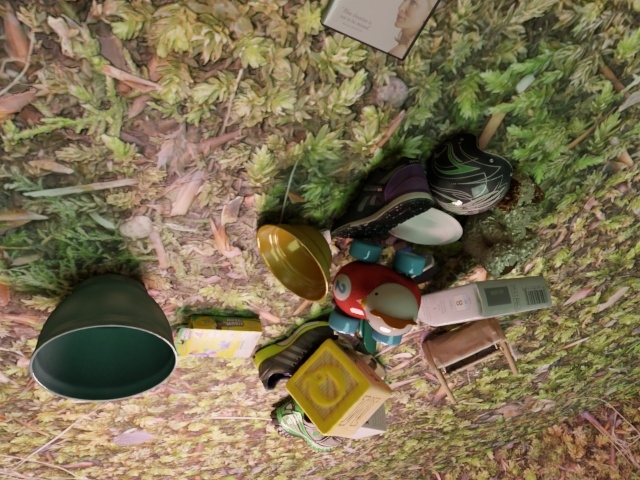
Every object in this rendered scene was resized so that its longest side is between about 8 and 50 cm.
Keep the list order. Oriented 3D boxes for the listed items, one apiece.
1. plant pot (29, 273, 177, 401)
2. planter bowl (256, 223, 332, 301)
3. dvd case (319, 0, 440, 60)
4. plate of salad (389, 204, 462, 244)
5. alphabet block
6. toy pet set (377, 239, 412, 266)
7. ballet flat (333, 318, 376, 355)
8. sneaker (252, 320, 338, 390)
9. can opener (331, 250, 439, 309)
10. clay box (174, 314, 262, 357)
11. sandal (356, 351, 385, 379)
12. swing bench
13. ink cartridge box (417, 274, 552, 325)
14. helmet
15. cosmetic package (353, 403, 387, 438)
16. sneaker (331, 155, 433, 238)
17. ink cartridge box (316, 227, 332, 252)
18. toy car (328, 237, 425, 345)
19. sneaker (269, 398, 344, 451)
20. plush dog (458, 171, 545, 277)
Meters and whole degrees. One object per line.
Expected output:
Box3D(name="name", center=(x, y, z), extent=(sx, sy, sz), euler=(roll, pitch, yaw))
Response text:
Box3D(name="plant pot", center=(-0.478, 0.202, 1.159), extent=(0.293, 0.196, 0.293), euler=(-9, 137, -9))
Box3D(name="planter bowl", center=(-0.040, 0.030, 1.178), extent=(0.090, 0.217, 0.217), euler=(-42, 147, -30))
Box3D(name="dvd case", center=(0.133, -0.438, 0.838), extent=(0.180, 0.022, 0.253), euler=(12, 129, -29))
Box3D(name="plate of salad", center=(0.240, -0.043, 1.225), extent=(0.199, 0.048, 0.200), euler=(15, 157, 7))
Box3D(name="alphabet block", center=(0.054, 0.423, 1.457), extent=(0.193, 0.192, 0.197), euler=(-49, 149, 1))
Box3D(name="toy pet set", center=(0.183, 0.057, 1.336), extent=(0.114, 0.065, 0.122), euler=(-18, 138, -1))
Box3D(name="ballet flat", center=(0.090, 0.250, 1.413), extent=(0.096, 0.095, 0.280), euler=(0, 155, 15))
Box3D(name="sneaker", center=(-0.060, 0.342, 1.504), extent=(0.300, 0.121, 0.111), euler=(-34, 136, 15))
Box3D(name="can opener", center=(0.167, 0.123, 1.282), extent=(0.283, 0.076, 0.095), euler=(-32, 118, 6))
Box3D(name="clay box", center=(-0.284, 0.263, 1.395), extent=(0.222, 0.053, 0.127), euler=(9, 131, -25))
Box3D(name="sandal", center=(0.137, 0.425, 1.684), extent=(0.120, 0.086, 0.303), euler=(-35, 135, 17))
Box3D(name="swing bench", center=(0.491, 0.374, 1.707), extent=(0.253, 0.165, 0.255), euler=(-26, 132, 9))
Box3D(name="ink cartridge box", center=(0.347, 0.179, 1.340), extent=(0.308, 0.091, 0.385), euler=(-1, 164, -39))
Box3D(name="helmet", center=(0.323, -0.135, 1.114), extent=(0.169, 0.162, 0.169), euler=(-10, 137, -10))
Box3D(name="cosmetic package", center=(0.111, 0.591, 1.777), extent=(0.183, 0.151, 0.151), euler=(25, 139, -39))
Box3D(name="sneaker", center=(0.130, -0.092, 1.150), extent=(0.107, 0.124, 0.283), euler=(9, 156, -39))
Box3D(name="ink cartridge box", center=(0.000, 0.000, 1.240), extent=(0.048, 0.028, 0.083), euler=(-13, 137, -6))
Box3D(name="toy car", center=(0.130, 0.135, 1.120), extent=(0.210, 0.238, 0.219), euler=(16, 100, -2))
Box3D(name="sneaker", center=(-0.012, 0.659, 1.841), extent=(0.146, 0.134, 0.343), euler=(-39, 133, 20))
Box3D(name="plush dog", center=(0.442, -0.062, 1.250), extent=(0.262, 0.210, 0.225), euler=(-13, 132, -53))
